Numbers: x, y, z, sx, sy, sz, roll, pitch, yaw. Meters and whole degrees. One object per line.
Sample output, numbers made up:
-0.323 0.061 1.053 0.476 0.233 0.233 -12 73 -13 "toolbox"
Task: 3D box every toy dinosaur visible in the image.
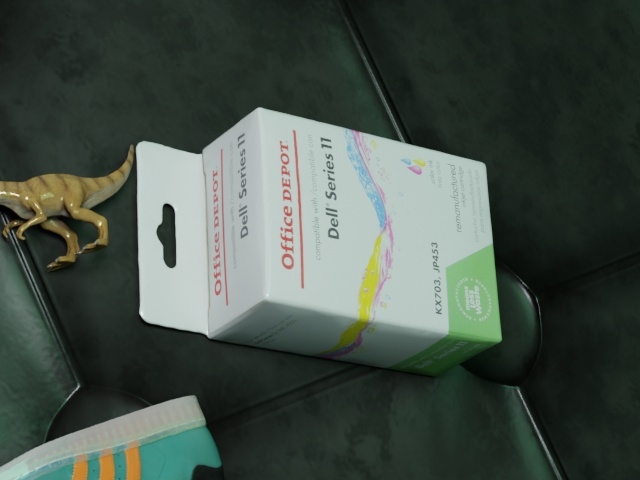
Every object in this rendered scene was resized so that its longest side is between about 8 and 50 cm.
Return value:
-0.230 -0.038 1.734 0.211 0.064 0.112 -11 74 -39 "toy dinosaur"

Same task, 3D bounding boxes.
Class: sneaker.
-0.197 0.230 1.603 0.302 0.108 0.121 -18 76 -41 "sneaker"

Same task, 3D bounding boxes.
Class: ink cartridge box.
0.000 0.000 1.845 0.353 0.119 0.207 11 64 -32 "ink cartridge box"
